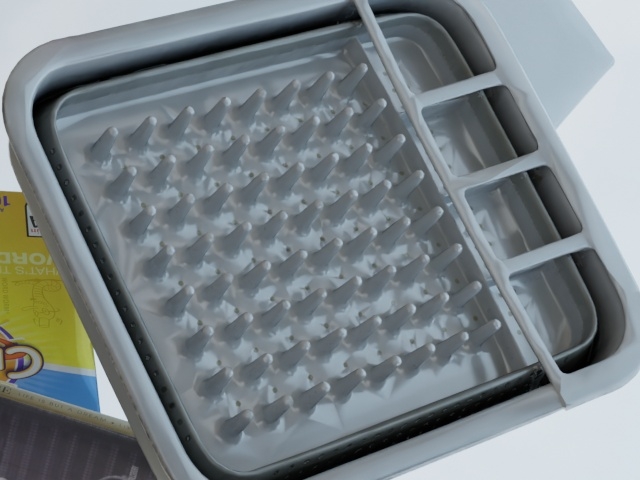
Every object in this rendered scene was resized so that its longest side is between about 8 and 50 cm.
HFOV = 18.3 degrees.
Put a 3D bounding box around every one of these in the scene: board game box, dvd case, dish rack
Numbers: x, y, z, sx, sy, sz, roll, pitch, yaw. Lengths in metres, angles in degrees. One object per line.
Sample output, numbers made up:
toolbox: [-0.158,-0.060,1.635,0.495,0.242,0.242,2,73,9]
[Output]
board game box: [-0.279,0.086,1.382,0.316,0.242,0.064,-104,-157,-47]
dvd case: [-0.156,0.160,1.125,0.018,0.221,0.164,-78,-175,-59]
dish rack: [0.000,0.000,1.100,0.072,0.333,0.285,-43,-111,52]

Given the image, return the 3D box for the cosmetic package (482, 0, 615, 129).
cosmetic package: [-0.004,-0.067,1.638,0.453,0.161,0.230,-30,-170,45]
